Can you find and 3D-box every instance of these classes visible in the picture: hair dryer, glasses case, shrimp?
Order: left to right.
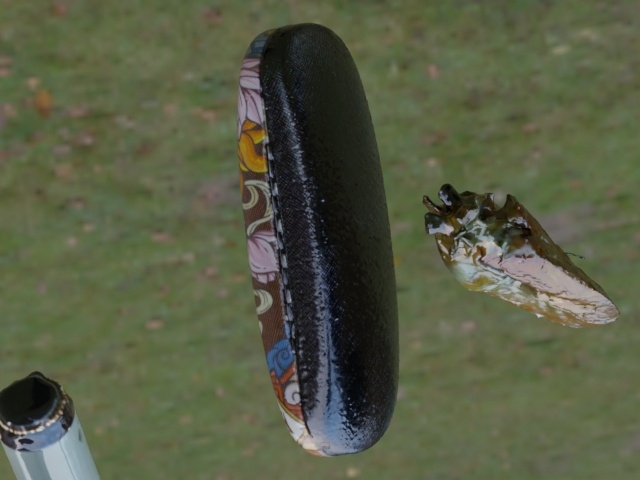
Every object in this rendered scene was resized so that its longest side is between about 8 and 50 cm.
[{"bbox_3d":[-0.196,0.218,1.469,0.203,0.128,0.362,-8,138,3],"label":"hair dryer"},{"bbox_3d":[0.000,0.000,1.386,0.082,0.321,0.122,-6,-177,26],"label":"glasses case"},{"bbox_3d":[0.119,0.010,1.120,0.115,0.051,0.217,13,167,23],"label":"shrimp"}]
